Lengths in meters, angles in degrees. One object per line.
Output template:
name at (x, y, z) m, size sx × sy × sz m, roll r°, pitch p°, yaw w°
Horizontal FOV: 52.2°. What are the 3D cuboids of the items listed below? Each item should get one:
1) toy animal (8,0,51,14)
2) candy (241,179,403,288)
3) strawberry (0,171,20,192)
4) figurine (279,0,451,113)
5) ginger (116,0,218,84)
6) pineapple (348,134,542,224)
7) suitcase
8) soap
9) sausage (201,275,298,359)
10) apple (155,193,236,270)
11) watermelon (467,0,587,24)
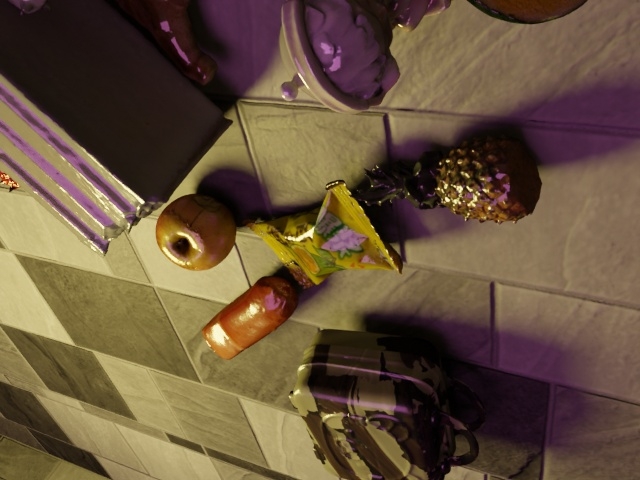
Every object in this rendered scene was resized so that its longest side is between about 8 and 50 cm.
toy animal at (-0.309, -0.353, 0.758) m, size 0.225 × 0.094 × 0.121 m, roll -30°, pitch 101°, yaw 22°
candy at (0.000, 0.000, 1.084) m, size 0.187 × 0.081 × 0.297 m, roll 49°, pitch 149°, yaw -20°
strawberry at (-0.544, -0.165, 1.232) m, size 0.148 × 0.131 × 0.131 m, roll -23°, pitch 117°, yaw 44°
figurine at (0.041, -0.229, 0.696) m, size 0.141 × 0.237 × 0.163 m, roll -4°, pitch 127°, yaw 46°
ginger at (-0.221, -0.371, 0.839) m, size 0.166 × 0.080 × 0.333 m, roll 24°, pitch 144°, yaw 28°
pineapple at (0.163, -0.074, 0.882) m, size 0.251 × 0.125 × 0.125 m, roll -2°, pitch 131°, yaw 41°
suitcase at (0.142, 0.327, 1.248) m, size 0.338 × 0.194 × 0.352 m, roll 2°, pitch 134°, yaw 23°
soap at (-0.396, -0.216, 0.978) m, size 0.435 × 0.213 × 0.350 m, roll 43°, pitch 152°, yaw -14°
sausage at (-0.148, 0.160, 1.337) m, size 0.097 × 0.094 × 0.348 m, roll 50°, pitch 141°, yaw -1°
apple at (-0.221, -0.017, 1.179) m, size 0.146 × 0.146 × 0.147 m, roll 18°, pitch 139°, yaw 16°
watermelon at (0.179, -0.278, 0.671) m, size 0.181 × 0.075 × 0.092 m, roll 44°, pitch 136°, yaw -12°
